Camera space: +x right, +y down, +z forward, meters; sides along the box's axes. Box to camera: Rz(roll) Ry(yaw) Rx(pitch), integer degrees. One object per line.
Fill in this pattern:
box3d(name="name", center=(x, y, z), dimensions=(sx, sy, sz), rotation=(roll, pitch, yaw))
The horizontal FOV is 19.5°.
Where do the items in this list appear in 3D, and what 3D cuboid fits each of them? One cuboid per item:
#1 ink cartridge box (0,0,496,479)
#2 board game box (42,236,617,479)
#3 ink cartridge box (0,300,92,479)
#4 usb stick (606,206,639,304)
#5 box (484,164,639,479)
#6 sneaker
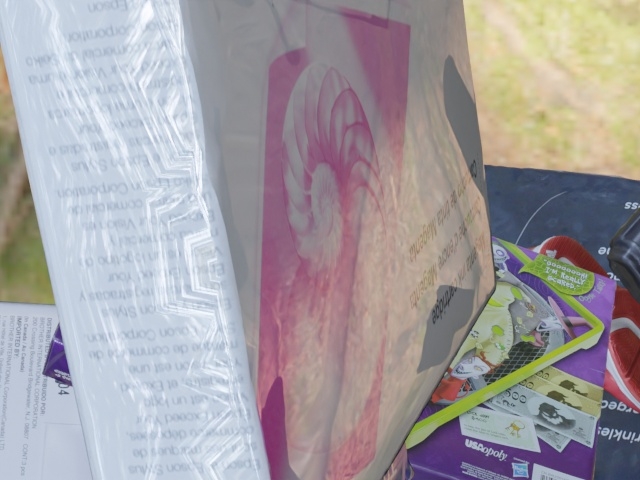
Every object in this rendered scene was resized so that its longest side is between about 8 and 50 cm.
box3d(name="ink cartridge box", center=(0.000, 0.000, 0.683), dimensions=(0.071, 0.324, 0.330), rotation=(-5, 106, 18))
box3d(name="board game box", center=(0.016, 0.054, 1.201), dimensions=(0.056, 0.347, 0.208), rotation=(116, 173, -52))
box3d(name="ink cartridge box", center=(-0.306, 0.190, 1.460), dimensions=(0.151, 0.395, 0.270), rotation=(109, 163, -69))
box3d(name="usb stick", center=(0.323, -0.061, 1.440), dimensions=(0.077, 0.278, 0.045), rotation=(53, 158, -24))
box3d(name="box", center=(0.222, 0.196, 1.920), dimensions=(0.480, 0.297, 0.472), rotation=(8, 55, 31))
box3d(name="sneaker", center=(0.221, 0.080, 1.649), dimensions=(0.128, 0.221, 0.087), rotation=(-11, 39, 48))
